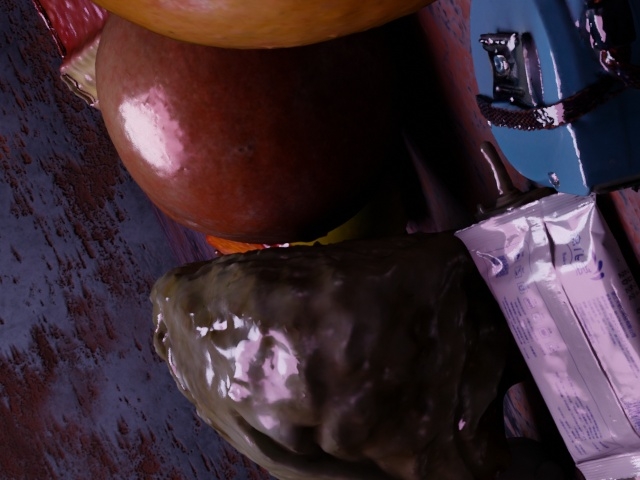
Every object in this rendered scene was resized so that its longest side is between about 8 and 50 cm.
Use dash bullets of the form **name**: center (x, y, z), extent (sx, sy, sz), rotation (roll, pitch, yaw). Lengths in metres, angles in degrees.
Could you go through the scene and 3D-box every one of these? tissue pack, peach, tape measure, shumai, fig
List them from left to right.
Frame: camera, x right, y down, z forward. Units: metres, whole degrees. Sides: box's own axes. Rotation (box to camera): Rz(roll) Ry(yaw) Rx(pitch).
- **peach**: center (-0.050, -0.109, 1.207), extent (0.252, 0.252, 0.252), rotation (60, 168, 22)
- **fig**: center (0.011, -0.044, 1.377), extent (0.153, 0.120, 0.136), rotation (-1, 111, 52)
- **shumai**: center (0.028, 0.143, 1.179), extent (0.330, 0.292, 0.288), rotation (155, 109, -86)
- **tape measure**: center (0.129, -0.093, 0.816), extent (0.146, 0.081, 0.125), rotation (-153, 49, -71)
- **tissue pack**: center (0.168, 0.064, 0.998), extent (0.122, 0.026, 0.193), rotation (-22, 95, 53)

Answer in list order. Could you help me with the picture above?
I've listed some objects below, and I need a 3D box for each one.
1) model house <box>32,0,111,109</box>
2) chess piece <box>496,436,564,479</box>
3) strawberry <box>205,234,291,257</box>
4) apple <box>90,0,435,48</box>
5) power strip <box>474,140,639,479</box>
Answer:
- **model house**: center (-0.149, -0.217, 1.462), extent (0.196, 0.160, 0.254), rotation (-20, 96, 51)
- **chess piece**: center (0.141, 0.210, 1.373), extent (0.139, 0.139, 0.271), rotation (64, 157, 0)
- **strawberry**: center (0.000, 0.000, 1.543), extent (0.190, 0.111, 0.236), rotation (38, 167, -22)
- **apple**: center (-0.023, -0.232, 0.702), extent (0.275, 0.299, 0.299), rotation (2, 118, 61)
- **power strip**: center (0.167, 0.054, 1.072), extent (0.268, 0.034, 0.092), rotation (65, 169, -1)
